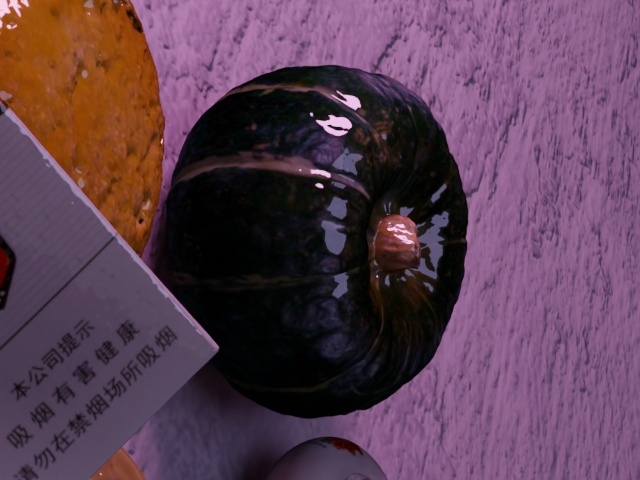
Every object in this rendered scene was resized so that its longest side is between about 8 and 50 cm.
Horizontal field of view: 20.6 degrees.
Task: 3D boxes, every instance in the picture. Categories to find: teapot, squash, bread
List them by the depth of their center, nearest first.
[{"bbox_3d":[-0.176,-0.058,0.980,0.240,0.139,0.240,-5,90,-65],"label":"bread"},{"bbox_3d":[0.000,0.000,1.246,0.252,0.165,0.252,16,72,-57],"label":"squash"},{"bbox_3d":[-0.001,0.214,1.265,0.226,0.092,0.145,21,62,-55],"label":"teapot"}]

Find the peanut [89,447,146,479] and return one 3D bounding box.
[{"bbox_3d":[-0.147,0.199,0.973,0.147,0.147,0.306,-44,121,-55],"label":"peanut"}]

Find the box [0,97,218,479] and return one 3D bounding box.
[{"bbox_3d":[-0.171,0.015,0.846,0.139,0.035,0.245,-44,117,-12],"label":"box"}]
